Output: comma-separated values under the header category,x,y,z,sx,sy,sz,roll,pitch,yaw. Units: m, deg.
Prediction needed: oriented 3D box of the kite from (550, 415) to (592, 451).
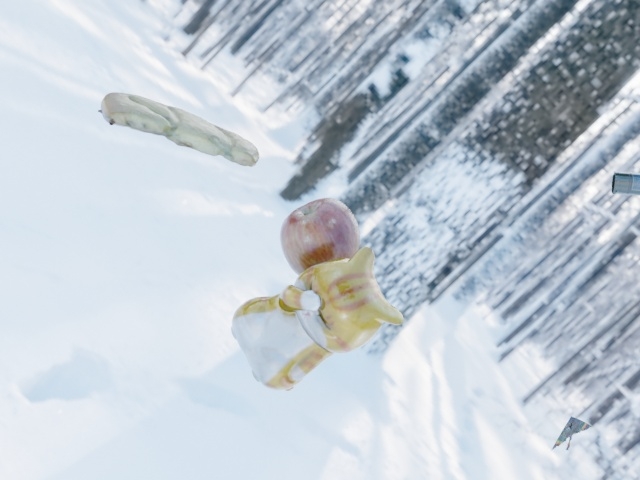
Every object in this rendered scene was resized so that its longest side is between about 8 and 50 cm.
category,x,y,z,sx,sy,sz,roll,pitch,yaw
kite,0.525,0.401,1.981,0.004,0.122,0.090,35,44,-12

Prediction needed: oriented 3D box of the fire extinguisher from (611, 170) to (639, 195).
category,x,y,z,sx,sy,sz,roll,pitch,yaw
fire extinguisher,0.359,-0.060,1.023,0.083,0.025,0.038,5,13,11

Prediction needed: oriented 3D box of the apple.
category,x,y,z,sx,sy,sz,roll,pitch,yaw
apple,0.000,0.000,1.683,0.146,0.146,0.130,-106,173,-76

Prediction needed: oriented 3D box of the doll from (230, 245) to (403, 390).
category,x,y,z,sx,sy,sz,roll,pitch,yaw
doll,-0.018,0.135,1.544,0.162,0.270,0.166,-17,77,-60

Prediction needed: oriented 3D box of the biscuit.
category,x,y,z,sx,sy,sz,roll,pitch,yaw
biscuit,-0.255,-0.207,1.726,0.299,0.045,0.154,18,19,-9
